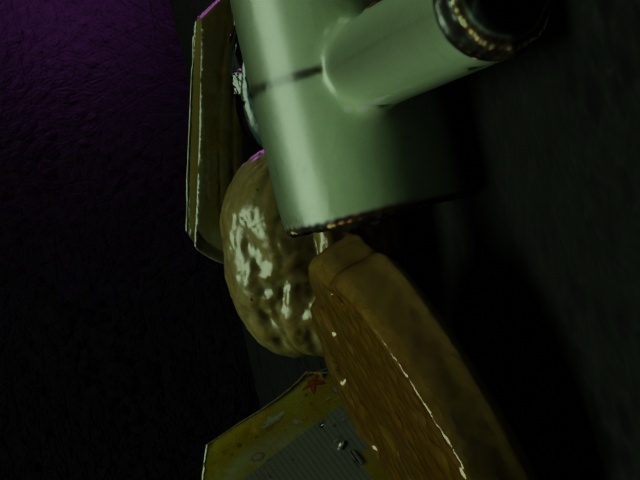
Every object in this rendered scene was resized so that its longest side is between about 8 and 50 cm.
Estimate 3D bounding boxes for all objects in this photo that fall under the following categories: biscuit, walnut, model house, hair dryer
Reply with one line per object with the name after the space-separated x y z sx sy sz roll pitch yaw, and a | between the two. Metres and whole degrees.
0.083 0.145 1.003 0.312 0.057 0.351 61 170 19 | biscuit
0.000 0.000 1.181 0.155 0.155 0.184 -123 24 -68 | walnut
0.021 0.216 1.358 0.207 0.219 0.136 51 -171 4 | model house
0.047 -0.115 0.880 0.362 0.128 0.203 170 88 -74 | hair dryer

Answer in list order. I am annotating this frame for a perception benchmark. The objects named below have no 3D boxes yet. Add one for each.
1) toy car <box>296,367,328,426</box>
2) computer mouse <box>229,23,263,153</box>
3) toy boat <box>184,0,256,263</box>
0.040 0.230 1.488 0.076 0.090 0.224 124 134 -71 | toy car
-0.038 -0.148 1.430 0.137 0.096 0.233 -174 71 -82 | computer mouse
-0.086 -0.130 1.726 0.089 0.121 0.321 -143 55 -78 | toy boat
